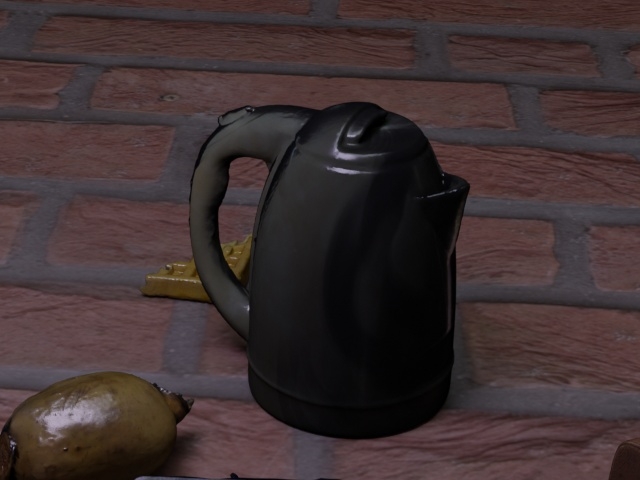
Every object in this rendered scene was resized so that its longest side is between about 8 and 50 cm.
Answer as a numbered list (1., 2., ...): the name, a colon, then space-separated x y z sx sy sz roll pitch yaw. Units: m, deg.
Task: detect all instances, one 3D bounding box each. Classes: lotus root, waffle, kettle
1. lotus root: -0.212 0.184 1.692 0.221 0.118 0.125 -16 49 -27
2. waffle: -0.137 0.021 2.115 0.125 0.032 0.191 4 25 8
3. kettle: 0.000 0.000 1.836 0.321 0.324 0.228 16 30 24

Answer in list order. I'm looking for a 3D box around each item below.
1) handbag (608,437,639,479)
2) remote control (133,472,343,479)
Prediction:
1. handbag: 0.345 0.256 1.556 0.072 0.151 0.193 -13 32 -31
2. remote control: 0.010 0.271 1.530 0.398 0.062 0.145 1 43 15
